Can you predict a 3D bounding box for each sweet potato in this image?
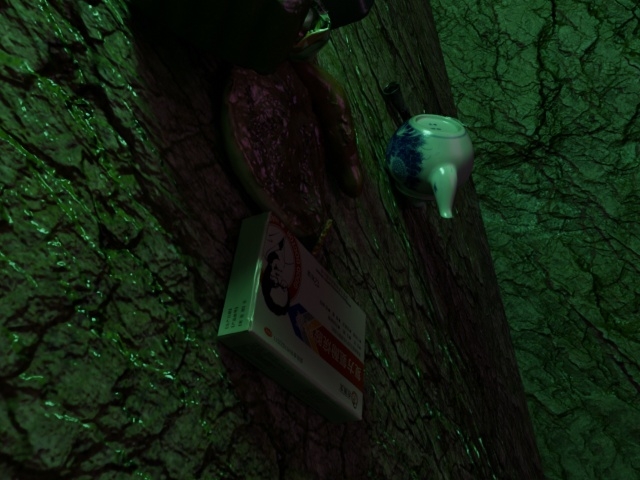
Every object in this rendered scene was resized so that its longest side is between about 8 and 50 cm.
[{"bbox_3d":[0.025,-0.260,1.213,0.106,0.095,0.354,-36,111,-20],"label":"sweet potato"}]

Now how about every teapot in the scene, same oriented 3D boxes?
[{"bbox_3d":[0.311,-0.215,1.642,0.424,0.252,0.280,-108,-158,-53],"label":"teapot"}]

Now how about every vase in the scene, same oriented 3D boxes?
[{"bbox_3d":[0.265,-0.442,1.851,0.167,0.059,0.059,50,35,-42],"label":"vase"}]

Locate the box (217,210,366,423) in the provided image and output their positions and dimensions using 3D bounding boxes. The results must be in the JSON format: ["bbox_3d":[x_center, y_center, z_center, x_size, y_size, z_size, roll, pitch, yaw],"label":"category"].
[{"bbox_3d":[-0.027,0.140,0.934,0.353,0.069,0.214,48,37,-41],"label":"box"}]

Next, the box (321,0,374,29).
[{"bbox_3d":[0.011,-0.510,1.209,0.144,0.201,0.090,-73,144,-50],"label":"box"}]

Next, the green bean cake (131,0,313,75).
[{"bbox_3d":[-0.128,-0.385,0.810,0.247,0.156,0.249,23,51,-13],"label":"green bean cake"}]

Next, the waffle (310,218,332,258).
[{"bbox_3d":[0.000,0.000,1.071,0.078,0.016,0.085,113,3,-47],"label":"waffle"}]

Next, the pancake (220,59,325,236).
[{"bbox_3d":[-0.070,-0.184,1.021,0.356,0.065,0.356,-10,90,-66],"label":"pancake"}]

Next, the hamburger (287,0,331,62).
[{"bbox_3d":[-0.077,-0.439,1.041,0.235,0.125,0.214,47,-3,-13],"label":"hamburger"}]
